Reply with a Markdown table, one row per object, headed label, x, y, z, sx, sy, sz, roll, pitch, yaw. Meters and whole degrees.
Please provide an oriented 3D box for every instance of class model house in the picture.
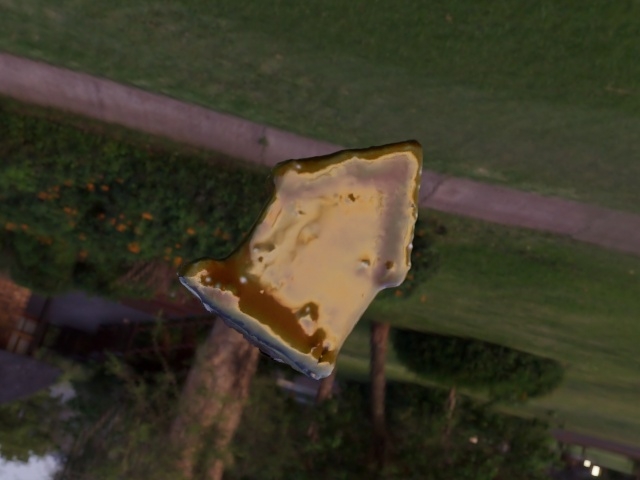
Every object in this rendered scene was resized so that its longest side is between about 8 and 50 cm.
| label | x | y | z | sx | sy | sz | roll | pitch | yaw |
| --- | --- | --- | --- | --- | --- | --- | --- | --- | --- |
| model house | -0.006 | -0.003 | 0.921 | 0.173 | 0.239 | 0.268 | 37 | 174 | -6 |
